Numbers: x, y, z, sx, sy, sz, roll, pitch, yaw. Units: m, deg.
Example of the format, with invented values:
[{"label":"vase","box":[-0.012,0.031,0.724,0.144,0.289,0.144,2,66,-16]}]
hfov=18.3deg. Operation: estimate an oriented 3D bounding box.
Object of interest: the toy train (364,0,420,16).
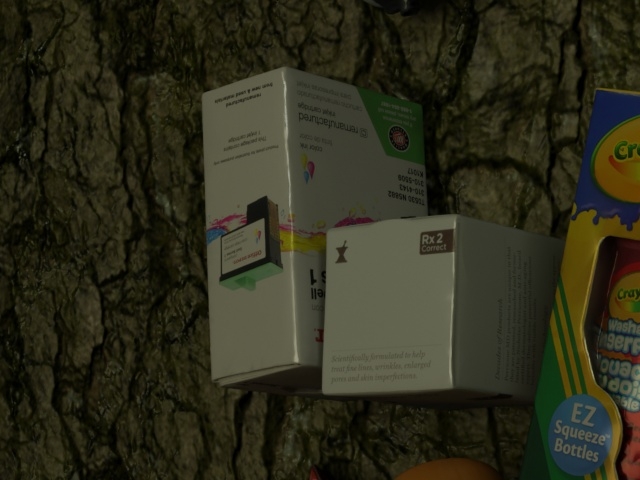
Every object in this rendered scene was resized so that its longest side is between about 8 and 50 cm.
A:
[{"label":"toy train","box":[0.141,-0.338,1.837,0.334,0.142,0.190,-23,77,38]}]

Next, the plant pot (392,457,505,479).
[{"label":"plant pot","box":[0.123,0.297,1.705,0.205,0.205,0.188,-46,40,27]}]

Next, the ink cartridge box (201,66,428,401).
[{"label":"ink cartridge box","box":[0.000,0.000,1.851,0.117,0.201,0.278,-14,74,41]}]

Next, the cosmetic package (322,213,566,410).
[{"label":"cosmetic package","box":[0.116,0.068,1.746,0.151,0.183,0.151,-7,77,42]}]

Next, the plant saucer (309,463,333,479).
[{"label":"plant saucer","box":[-0.001,0.345,1.810,0.258,0.047,0.259,152,126,-87]}]

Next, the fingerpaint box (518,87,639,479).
[{"label":"fingerpaint box","box":[0.390,0.094,1.503,0.445,0.163,0.371,12,90,43]}]
